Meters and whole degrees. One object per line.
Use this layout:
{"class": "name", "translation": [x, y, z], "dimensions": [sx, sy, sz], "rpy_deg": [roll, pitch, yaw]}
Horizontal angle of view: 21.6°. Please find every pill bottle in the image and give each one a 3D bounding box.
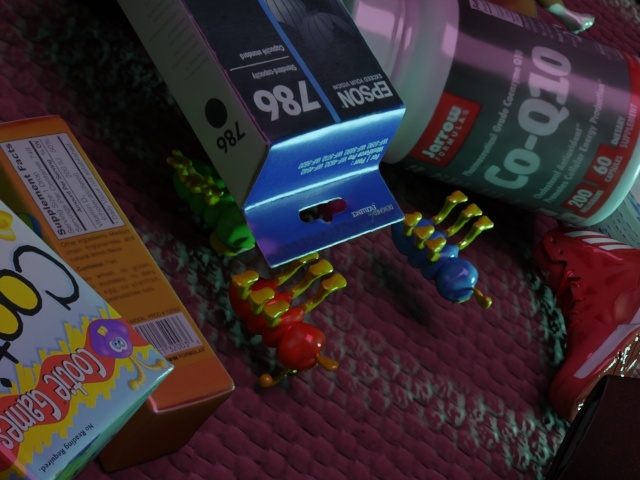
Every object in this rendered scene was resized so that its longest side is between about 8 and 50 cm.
{"class": "pill bottle", "translation": [0.131, -0.126, 1.448], "dimensions": [0.283, 0.161, 0.161], "rpy_deg": [17, 42, -17]}

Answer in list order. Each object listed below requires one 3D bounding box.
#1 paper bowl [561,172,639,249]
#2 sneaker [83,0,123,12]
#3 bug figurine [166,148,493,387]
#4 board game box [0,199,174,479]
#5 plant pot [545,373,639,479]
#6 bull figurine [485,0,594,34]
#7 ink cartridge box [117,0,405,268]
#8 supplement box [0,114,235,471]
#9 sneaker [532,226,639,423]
{"class": "paper bowl", "translation": [0.374, -0.036, 1.618], "dimensions": [0.284, 0.148, 0.284], "rpy_deg": [25, 40, -23]}
{"class": "sneaker", "translation": [-0.145, -0.262, 1.391], "dimensions": [0.330, 0.122, 0.146], "rpy_deg": [33, 34, -28]}
{"class": "bug figurine", "translation": [0.000, 0.000, 1.286], "dimensions": [0.279, 0.072, 0.216], "rpy_deg": [-19, 61, -46]}
{"class": "board game box", "translation": [-0.247, 0.045, 0.941], "dimensions": [0.275, 0.142, 0.144], "rpy_deg": [44, 35, 2]}
{"class": "plant pot", "translation": [0.294, 0.201, 1.268], "dimensions": [0.230, 0.215, 0.215], "rpy_deg": [29, 35, 4]}
{"class": "bull figurine", "translation": [0.178, -0.225, 1.655], "dimensions": [0.188, 0.101, 0.310], "rpy_deg": [29, 48, -21]}
{"class": "ink cartridge box", "translation": [-0.050, -0.151, 1.240], "dimensions": [0.165, 0.065, 0.333], "rpy_deg": [-21, 78, -48]}
{"class": "supplement box", "translation": [-0.156, 0.031, 1.101], "dimensions": [0.080, 0.078, 0.233], "rpy_deg": [-12, 61, -46]}
{"class": "sneaker", "translation": [0.219, 0.067, 1.446], "dimensions": [0.128, 0.087, 0.221], "rpy_deg": [29, 37, 20]}
